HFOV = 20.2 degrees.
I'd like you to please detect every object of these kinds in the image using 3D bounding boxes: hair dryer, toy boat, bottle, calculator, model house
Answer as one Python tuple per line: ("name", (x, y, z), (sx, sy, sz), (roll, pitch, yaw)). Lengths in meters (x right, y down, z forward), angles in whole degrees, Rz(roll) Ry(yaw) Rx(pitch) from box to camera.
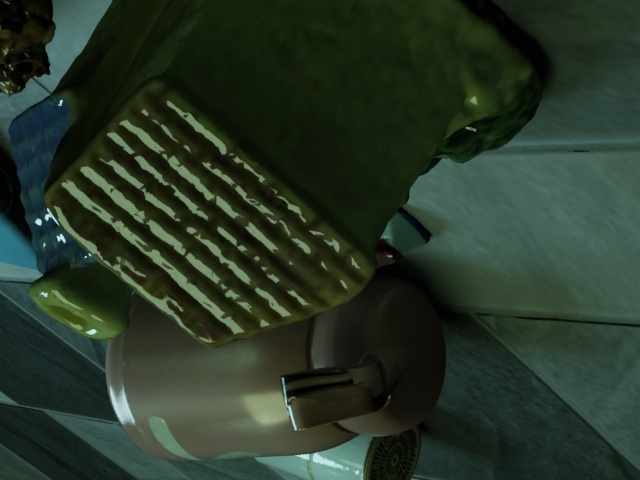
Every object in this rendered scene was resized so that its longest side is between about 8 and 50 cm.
("hair dryer", (-0.027, 0.128, 1.829), (0.173, 0.108, 0.357), (14, 147, 32))
("toy boat", (0.000, 0.000, 1.528), (0.080, 0.046, 0.229), (38, 156, -31))
("bottle", (-0.042, 0.116, 1.598), (0.296, 0.206, 0.173), (-5, 103, 35))
("calculator", (-0.375, -0.047, 1.861), (0.173, 0.051, 0.293), (13, 158, 28))
("model house", (-0.051, -0.048, 1.165), (0.261, 0.266, 0.321), (40, 157, -17))

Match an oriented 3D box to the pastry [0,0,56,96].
("pastry", (-0.276, -0.206, 1.155), (0.275, 0.193, 0.275), (37, 169, 8))
